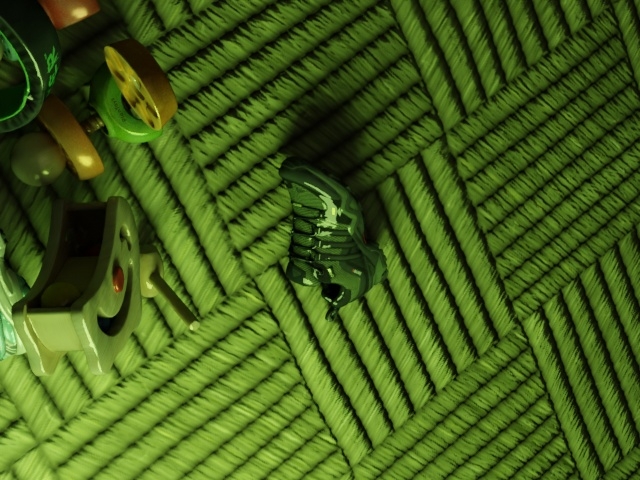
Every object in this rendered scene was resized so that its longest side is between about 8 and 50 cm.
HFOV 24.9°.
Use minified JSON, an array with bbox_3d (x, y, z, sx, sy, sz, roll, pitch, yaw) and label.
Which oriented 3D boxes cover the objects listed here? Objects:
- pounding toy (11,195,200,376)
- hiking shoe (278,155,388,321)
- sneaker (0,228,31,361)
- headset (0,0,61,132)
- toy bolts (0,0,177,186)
[{"bbox_3d":[-0.219,0.036,1.574,0.155,0.269,0.154,-2,112,10],"label":"pounding toy"},{"bbox_3d":[0.000,0.000,1.800,0.114,0.086,0.227,-46,125,-20],"label":"hiking shoe"},{"bbox_3d":[-0.391,0.023,1.521,0.122,0.110,0.283,-33,119,-20],"label":"sneaker"},{"bbox_3d":[-0.442,-0.209,1.348,0.394,0.243,0.185,27,58,-9],"label":"headset"},{"bbox_3d":[-0.277,-0.167,1.504,0.158,0.218,0.228,-34,102,-16],"label":"toy bolts"}]
